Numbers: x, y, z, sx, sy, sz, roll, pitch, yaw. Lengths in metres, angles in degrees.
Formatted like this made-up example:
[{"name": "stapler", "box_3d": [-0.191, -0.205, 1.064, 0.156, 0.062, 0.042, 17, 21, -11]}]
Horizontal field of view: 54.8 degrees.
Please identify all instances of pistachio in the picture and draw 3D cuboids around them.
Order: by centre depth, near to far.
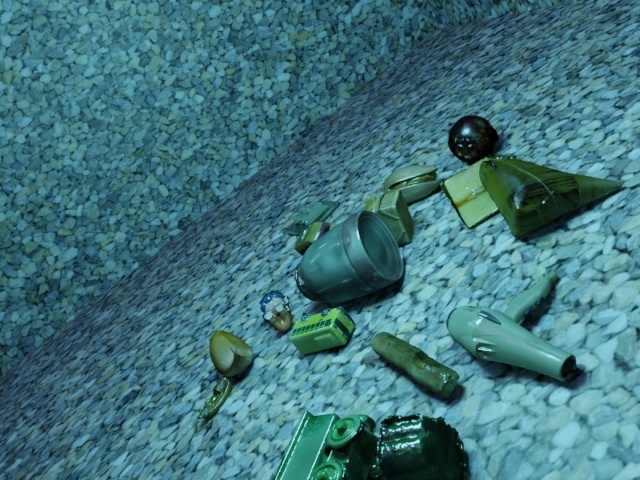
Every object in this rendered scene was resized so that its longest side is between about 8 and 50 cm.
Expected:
[{"name": "pistachio", "box_3d": [0.320, -0.200, 2.181, 0.223, 0.126, 0.152, -18, -7, 34]}]

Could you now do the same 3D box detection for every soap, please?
[{"name": "soap", "box_3d": [0.128, -0.037, 2.102, 0.252, 0.037, 0.092, -56, 15, 25]}]

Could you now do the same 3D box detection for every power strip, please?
[{"name": "power strip", "box_3d": [-0.045, -0.111, 2.586, 0.213, 0.065, 0.198, -46, 27, -26]}]

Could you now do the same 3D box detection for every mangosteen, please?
[{"name": "mangosteen", "box_3d": [0.534, -0.359, 2.147, 0.184, 0.173, 0.172, -27, 15, -32]}]

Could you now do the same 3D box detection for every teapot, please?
[{"name": "teapot", "box_3d": [0.082, 0.069, 1.915, 0.312, 0.233, 0.315, -28, -6, 30]}]

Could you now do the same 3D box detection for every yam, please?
[{"name": "yam", "box_3d": [0.215, 0.286, 1.461, 0.317, 0.067, 0.071, 21, 88, 63]}]

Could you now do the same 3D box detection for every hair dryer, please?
[{"name": "hair dryer", "box_3d": [0.454, 0.186, 1.311, 0.298, 0.119, 0.296, -25, 28, -6]}]

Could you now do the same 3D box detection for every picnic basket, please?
[{"name": "picnic basket", "box_3d": [0.239, -0.070, 1.994, 0.079, 0.164, 0.115, -12, 31, 26]}]

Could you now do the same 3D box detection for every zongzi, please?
[{"name": "zongzi", "box_3d": [0.609, -0.167, 1.676, 0.299, 0.145, 0.274, -22, 43, 6]}]

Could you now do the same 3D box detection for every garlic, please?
[{"name": "garlic", "box_3d": [-0.269, 0.363, 1.939, 0.115, 0.128, 0.206, 3, 8, -30]}]

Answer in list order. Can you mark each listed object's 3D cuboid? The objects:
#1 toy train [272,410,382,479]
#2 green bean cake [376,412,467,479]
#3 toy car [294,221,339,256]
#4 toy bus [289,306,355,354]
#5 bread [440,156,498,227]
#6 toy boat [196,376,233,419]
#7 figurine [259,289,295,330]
[{"name": "toy train", "box_3d": [0.024, 0.475, 1.268, 0.201, 0.145, 0.266, -21, 26, 38]}, {"name": "green bean cake", "box_3d": [0.189, 0.381, 1.140, 0.107, 0.208, 0.193, -20, 29, 26]}, {"name": "toy car", "box_3d": [0.000, 0.000, 2.159, 0.101, 0.124, 0.256, -65, 12, -20]}, {"name": "toy bus", "box_3d": [0.005, 0.262, 1.775, 0.174, 0.088, 0.101, -21, 28, 36]}, {"name": "bread", "box_3d": [0.491, -0.142, 1.937, 0.167, 0.163, 0.264, -32, -8, 12]}, {"name": "toy boat", "box_3d": [-0.319, 0.478, 1.854, 0.047, 0.049, 0.149, -10, 34, 44]}, {"name": "figurine", "box_3d": [-0.148, 0.235, 2.030, 0.111, 0.102, 0.195, -33, 26, -1]}]
